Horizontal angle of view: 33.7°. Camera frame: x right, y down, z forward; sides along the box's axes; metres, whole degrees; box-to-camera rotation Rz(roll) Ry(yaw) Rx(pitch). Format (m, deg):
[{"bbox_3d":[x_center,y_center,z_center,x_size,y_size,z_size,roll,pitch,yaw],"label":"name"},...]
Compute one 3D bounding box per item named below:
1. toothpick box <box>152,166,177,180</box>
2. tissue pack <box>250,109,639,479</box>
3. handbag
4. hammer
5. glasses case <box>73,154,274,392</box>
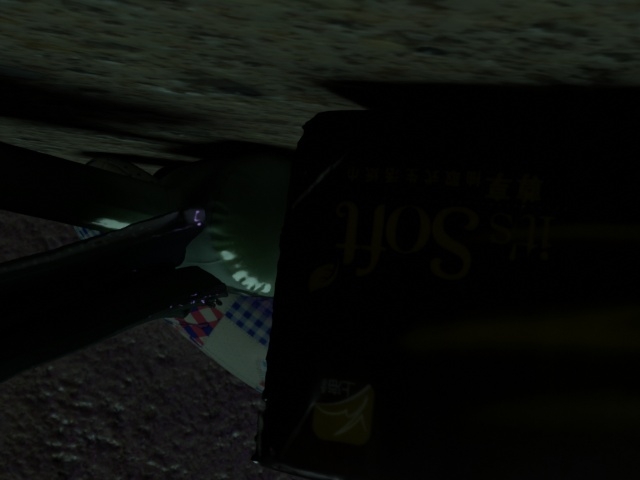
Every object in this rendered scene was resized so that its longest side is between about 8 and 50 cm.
[{"bbox_3d":[-0.146,-0.052,1.123,0.047,0.047,0.083,6,177,18],"label":"toothpick box"},{"bbox_3d":[0.180,0.042,0.507,0.370,0.198,0.210,5,174,29],"label":"tissue pack"},{"bbox_3d":[-0.224,0.061,0.708,0.260,0.079,0.247,-19,180,-44],"label":"handbag"},{"bbox_3d":[-0.167,-0.038,0.843,0.335,0.119,0.206,15,173,-27],"label":"hammer"},{"bbox_3d":[-0.120,0.041,1.058,0.327,0.076,0.125,39,139,4],"label":"glasses case"}]
